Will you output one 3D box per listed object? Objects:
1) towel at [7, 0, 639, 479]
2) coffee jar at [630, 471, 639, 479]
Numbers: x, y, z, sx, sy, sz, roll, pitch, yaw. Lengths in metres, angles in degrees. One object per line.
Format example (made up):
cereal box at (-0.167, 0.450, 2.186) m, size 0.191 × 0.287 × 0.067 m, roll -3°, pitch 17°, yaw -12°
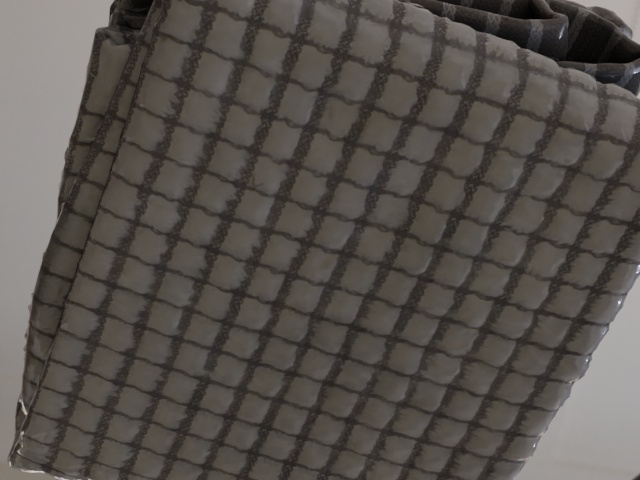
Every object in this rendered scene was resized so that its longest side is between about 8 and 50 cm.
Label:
towel at (0.000, 0.000, 0.631) m, size 0.235 × 0.121 × 0.284 m, roll 16°, pitch -55°, yaw -9°
coffee jar at (0.367, 0.215, 1.307) m, size 0.079 × 0.096 × 0.184 m, roll 11°, pitch -47°, yaw -30°
